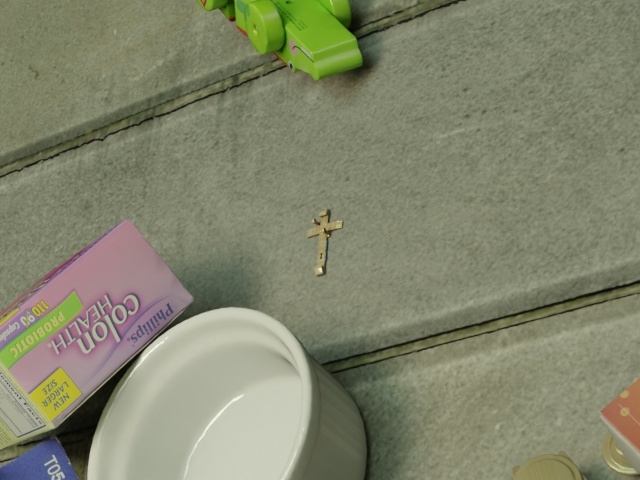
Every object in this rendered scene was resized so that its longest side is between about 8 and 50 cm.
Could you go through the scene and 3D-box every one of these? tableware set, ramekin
[{"bbox_3d":[0.252,0.225,1.406,0.169,0.020,0.141,-25,50,3],"label":"tableware set"},{"bbox_3d":[-0.087,0.219,1.630,0.277,0.135,0.277,-22,50,28],"label":"ramekin"}]

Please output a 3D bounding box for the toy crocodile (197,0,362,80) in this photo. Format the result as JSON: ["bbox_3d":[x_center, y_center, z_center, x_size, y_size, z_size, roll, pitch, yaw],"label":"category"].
[{"bbox_3d":[-0.061,-0.280,1.971,0.115,0.105,0.340,-24,43,-24],"label":"toy crocodile"}]

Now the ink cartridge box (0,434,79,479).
[{"bbox_3d":[-0.345,0.380,1.567,0.330,0.071,0.324,-32,57,-5],"label":"ink cartridge box"}]

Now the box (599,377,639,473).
[{"bbox_3d":[0.342,0.146,1.337,0.170,0.091,0.130,-40,44,-4],"label":"box"}]

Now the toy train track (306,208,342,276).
[{"bbox_3d":[0.000,0.000,1.793,0.048,0.014,0.083,-17,53,31],"label":"toy train track"}]

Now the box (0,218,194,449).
[{"bbox_3d":[-0.289,0.109,1.762,0.213,0.117,0.243,-43,9,-30],"label":"box"}]
